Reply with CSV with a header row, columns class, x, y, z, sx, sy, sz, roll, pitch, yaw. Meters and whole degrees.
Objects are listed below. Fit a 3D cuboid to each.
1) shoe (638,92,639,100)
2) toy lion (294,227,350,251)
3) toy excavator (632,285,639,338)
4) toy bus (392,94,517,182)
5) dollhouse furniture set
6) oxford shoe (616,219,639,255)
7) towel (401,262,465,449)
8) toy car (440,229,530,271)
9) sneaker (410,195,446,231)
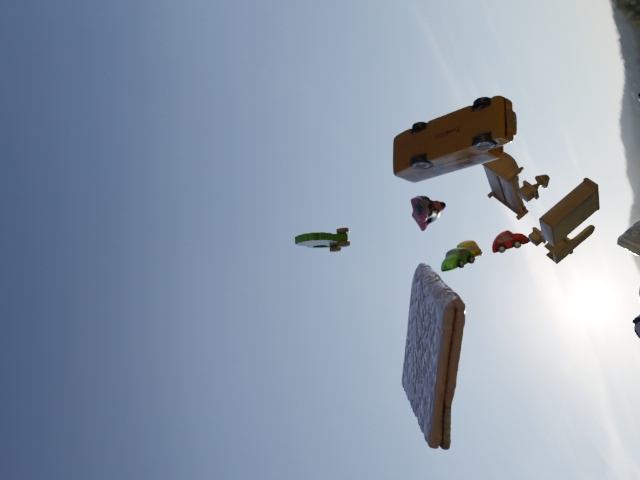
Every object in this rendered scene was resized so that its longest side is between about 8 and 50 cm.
class,x,y,z,sx,sy,sz,roll,pitch,yaw
shoe,1.045,-0.444,1.811,0.178,0.081,0.064,72,-141,-61
toy lion,0.000,0.000,1.021,0.096,0.100,0.034,-2,-99,-12
toy excavator,0.909,0.099,1.262,0.222,0.433,0.445,-33,-61,-10
toy bus,0.319,-0.234,1.374,0.130,0.332,0.108,15,-109,-39
dollhouse furniture set,0.611,-0.155,1.670,0.355,0.173,0.303,50,179,41
oxford shoe,1.101,0.052,1.686,0.169,0.449,0.130,18,-76,-38
towel,0.241,0.234,1.248,0.332,0.053,0.317,-104,18,-80
toy car,0.400,0.029,1.514,0.224,0.239,0.053,-18,-91,-36
sneaker,0.187,-0.056,0.977,0.047,0.057,0.119,63,-178,14
